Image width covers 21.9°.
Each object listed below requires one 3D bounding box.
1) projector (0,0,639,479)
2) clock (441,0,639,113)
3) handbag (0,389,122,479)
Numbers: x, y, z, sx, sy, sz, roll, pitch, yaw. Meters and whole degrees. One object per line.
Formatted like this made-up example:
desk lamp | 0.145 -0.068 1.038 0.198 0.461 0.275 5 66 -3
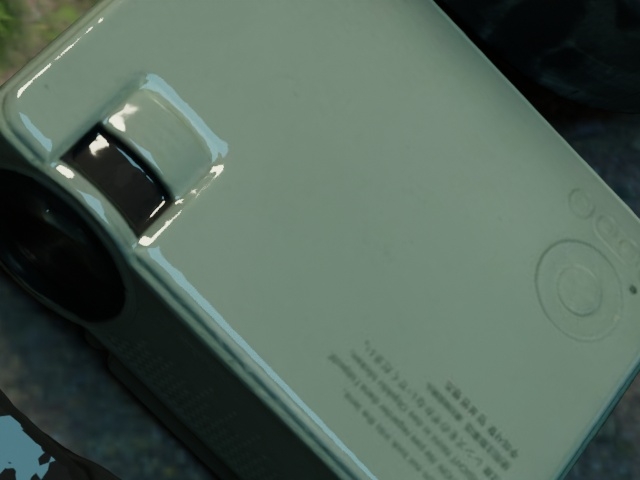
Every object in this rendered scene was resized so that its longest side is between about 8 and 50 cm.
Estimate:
projector | 0.000 0.000 0.670 0.256 0.099 0.192 46 57 -7
clock | 0.129 -0.252 0.764 0.386 0.076 0.386 17 66 -44
handbag | -0.185 0.159 0.527 0.191 0.075 0.332 46 57 -6
